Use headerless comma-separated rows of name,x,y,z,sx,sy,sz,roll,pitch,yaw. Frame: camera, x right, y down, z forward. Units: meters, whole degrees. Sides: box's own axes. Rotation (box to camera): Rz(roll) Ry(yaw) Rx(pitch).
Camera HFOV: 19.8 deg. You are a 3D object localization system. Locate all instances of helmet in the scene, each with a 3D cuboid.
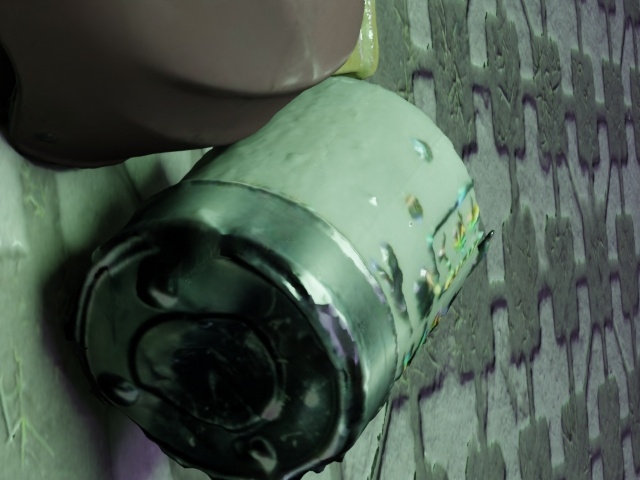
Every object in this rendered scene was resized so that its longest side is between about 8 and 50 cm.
helmet,-0.085,-0.200,0.997,0.271,0.197,0.338,-63,145,-52

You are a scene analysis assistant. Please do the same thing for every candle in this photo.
candle,0.000,0.000,1.129,0.330,0.187,0.187,-49,133,-50

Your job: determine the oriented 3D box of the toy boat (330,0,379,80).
toy boat,-0.026,-0.199,1.280,0.061,0.116,0.188,-25,111,-62
